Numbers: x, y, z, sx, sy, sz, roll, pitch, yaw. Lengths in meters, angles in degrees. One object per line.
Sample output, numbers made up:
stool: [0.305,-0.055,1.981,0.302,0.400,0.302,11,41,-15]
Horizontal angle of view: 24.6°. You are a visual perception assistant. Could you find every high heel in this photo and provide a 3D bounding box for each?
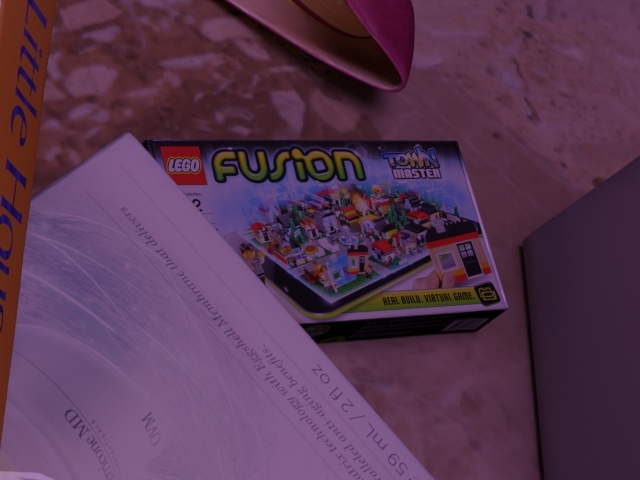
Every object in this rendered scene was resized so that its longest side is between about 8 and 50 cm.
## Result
high heel: [-0.050,-0.160,0.859,0.244,0.082,0.117,17,47,-36]

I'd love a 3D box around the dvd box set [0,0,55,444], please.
dvd box set: [-0.259,0.007,0.522,0.307,0.062,0.420,1,73,7]

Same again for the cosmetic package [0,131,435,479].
cosmetic package: [-0.109,0.114,0.646,0.224,0.138,0.224,48,54,1]

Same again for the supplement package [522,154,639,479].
supplement package: [0.235,0.087,0.812,0.145,0.204,0.262,13,60,-25]

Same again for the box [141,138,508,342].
box: [0.000,0.000,0.830,0.207,0.036,0.114,-3,67,-31]
